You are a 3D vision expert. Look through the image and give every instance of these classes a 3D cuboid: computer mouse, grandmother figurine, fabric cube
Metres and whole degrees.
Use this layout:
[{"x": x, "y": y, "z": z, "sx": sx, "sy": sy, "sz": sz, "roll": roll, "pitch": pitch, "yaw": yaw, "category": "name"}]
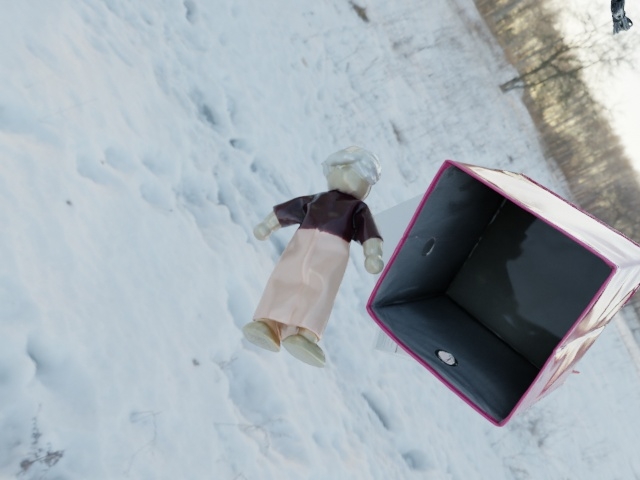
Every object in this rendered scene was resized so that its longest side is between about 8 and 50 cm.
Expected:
[{"x": 0.621, "y": -0.554, "z": 1.173, "sx": 0.184, "sy": 0.060, "sz": 0.262, "roll": 16, "pitch": 78, "yaw": -60, "category": "computer mouse"}, {"x": 0.000, "y": 0.000, "z": 0.855, "sx": 0.104, "sy": 0.207, "sz": 0.343, "roll": 85, "pitch": 27, "yaw": -62, "category": "grandmother figurine"}, {"x": 0.271, "y": 0.062, "z": 0.838, "sx": 0.254, "sy": 0.259, "sz": 0.258, "roll": 40, "pitch": 25, "yaw": 31, "category": "fabric cube"}]

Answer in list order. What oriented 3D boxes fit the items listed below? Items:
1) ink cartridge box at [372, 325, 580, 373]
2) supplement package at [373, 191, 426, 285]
[{"x": 0.277, "y": 0.225, "z": 1.098, "sx": 0.296, "sy": 0.261, "sz": 0.066, "roll": 20, "pitch": 79, "yaw": -11, "category": "ink cartridge box"}, {"x": 0.268, "y": -0.006, "z": 1.321, "sx": 0.177, "sy": 0.292, "sz": 0.176, "roll": 3, "pitch": 72, "yaw": -41, "category": "supplement package"}]
